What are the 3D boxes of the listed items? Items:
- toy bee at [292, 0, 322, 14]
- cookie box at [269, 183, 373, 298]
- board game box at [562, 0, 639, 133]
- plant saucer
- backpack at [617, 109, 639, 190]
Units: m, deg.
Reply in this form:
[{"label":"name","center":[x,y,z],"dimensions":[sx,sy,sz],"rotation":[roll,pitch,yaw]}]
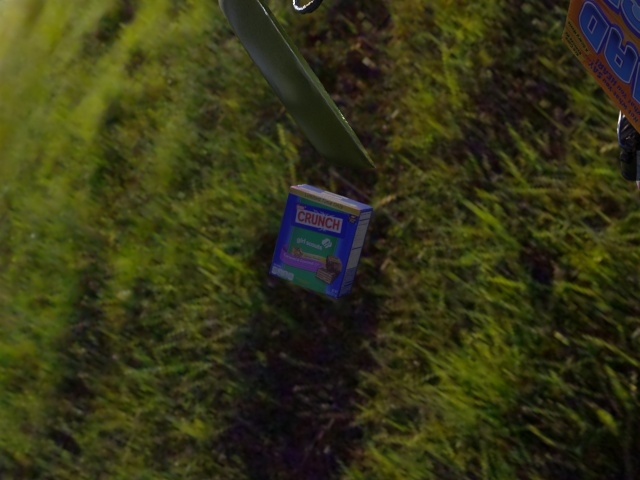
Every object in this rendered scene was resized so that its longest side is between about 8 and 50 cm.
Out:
[{"label":"toy bee","center":[-0.056,-0.310,0.611],"dimensions":[0.195,0.162,0.298],"rotation":[-58,26,35]},{"label":"cookie box","center":[0.000,0.000,1.087],"dimensions":[0.040,0.092,0.107],"rotation":[-16,-57,-65]},{"label":"board game box","center":[0.704,-0.426,1.704],"dimensions":[0.356,0.356,0.356],"rotation":[-23,60,-10]},{"label":"plant saucer","center":[-0.029,-0.159,0.912],"dimensions":[0.037,0.241,0.241],"rotation":[-34,29,7]},{"label":"backpack","center":[0.755,-0.220,1.953],"dimensions":[0.263,0.213,0.276],"rotation":[-3,51,27]}]
